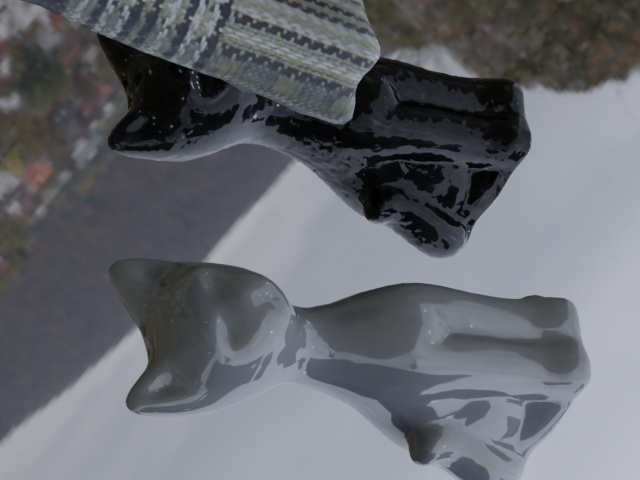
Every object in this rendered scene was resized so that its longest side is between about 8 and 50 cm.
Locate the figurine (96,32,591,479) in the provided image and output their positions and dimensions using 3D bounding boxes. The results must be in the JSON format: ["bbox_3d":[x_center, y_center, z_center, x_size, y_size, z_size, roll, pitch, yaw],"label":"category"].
[{"bbox_3d":[0.000,0.000,0.631,0.092,0.209,0.215,-49,-141,44],"label":"figurine"}]

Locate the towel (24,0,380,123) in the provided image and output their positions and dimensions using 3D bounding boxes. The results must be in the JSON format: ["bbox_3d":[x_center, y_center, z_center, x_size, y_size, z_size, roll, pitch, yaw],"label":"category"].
[{"bbox_3d":[-0.122,-0.196,0.424,0.056,0.312,0.324,-53,-153,35],"label":"towel"}]
